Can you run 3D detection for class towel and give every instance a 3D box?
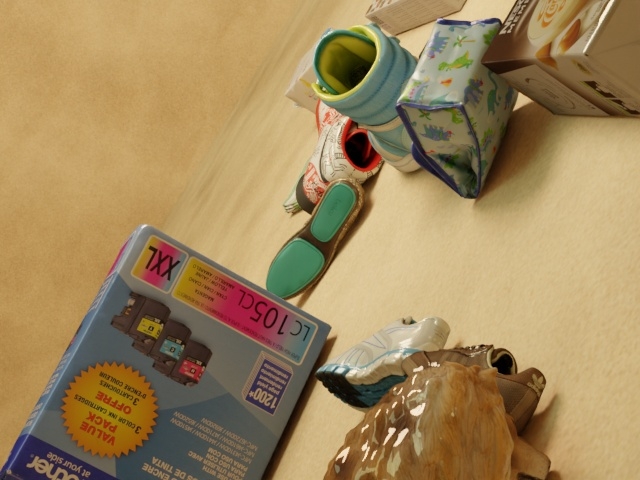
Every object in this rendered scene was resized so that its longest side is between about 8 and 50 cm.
[{"bbox_3d":[-0.009,-0.106,2.019,0.113,0.023,0.152,-64,15,-18],"label":"towel"}]

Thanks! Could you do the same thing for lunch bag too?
[{"bbox_3d":[0.152,-0.136,1.288,0.096,0.151,0.129,7,58,34],"label":"lunch bag"}]

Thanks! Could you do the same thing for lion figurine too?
[{"bbox_3d":[0.004,0.260,0.917,0.392,0.142,0.240,-39,37,38],"label":"lion figurine"}]

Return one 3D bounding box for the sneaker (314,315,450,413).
[{"bbox_3d":[0.067,0.116,1.210,0.190,0.071,0.083,-20,34,56],"label":"sneaker"}]

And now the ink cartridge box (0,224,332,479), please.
[{"bbox_3d":[-0.196,0.221,1.467,0.395,0.270,0.151,-64,9,-20],"label":"ink cartridge box"}]

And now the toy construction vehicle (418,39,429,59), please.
[{"bbox_3d":[0.161,-0.234,1.676,0.098,0.035,0.086,-60,24,10],"label":"toy construction vehicle"}]

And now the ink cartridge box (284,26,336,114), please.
[{"bbox_3d":[0.008,-0.292,2.211,0.143,0.090,0.092,-39,24,57],"label":"ink cartridge box"}]

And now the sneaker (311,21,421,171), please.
[{"bbox_3d":[0.071,-0.180,1.496,0.127,0.208,0.319,-62,13,-5],"label":"sneaker"}]

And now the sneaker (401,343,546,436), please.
[{"bbox_3d":[0.128,0.118,1.011,0.071,0.066,0.188,-43,18,-5],"label":"sneaker"}]

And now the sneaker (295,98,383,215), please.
[{"bbox_3d":[0.051,-0.167,1.804,0.145,0.090,0.270,-41,26,49],"label":"sneaker"}]

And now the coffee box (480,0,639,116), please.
[{"bbox_3d":[0.253,-0.193,1.108,0.141,0.098,0.246,-59,14,-2],"label":"coffee box"}]

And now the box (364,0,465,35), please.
[{"bbox_3d":[0.152,-0.380,1.941,0.063,0.067,0.324,-61,13,-5],"label":"box"}]

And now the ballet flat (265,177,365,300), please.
[{"bbox_3d":[0.000,0.000,1.710,0.206,0.073,0.067,-51,-12,21],"label":"ballet flat"}]
